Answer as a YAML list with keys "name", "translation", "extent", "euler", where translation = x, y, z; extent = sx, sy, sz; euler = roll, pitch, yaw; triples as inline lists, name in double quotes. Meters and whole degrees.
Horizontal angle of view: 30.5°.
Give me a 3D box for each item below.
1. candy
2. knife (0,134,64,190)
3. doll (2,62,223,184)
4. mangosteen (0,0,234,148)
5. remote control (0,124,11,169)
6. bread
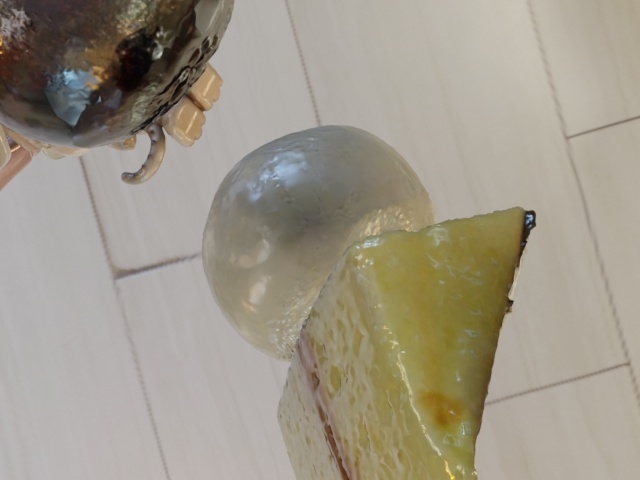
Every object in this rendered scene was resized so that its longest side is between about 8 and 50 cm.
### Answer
- name: "candy"
  translation: [0.000, 0.000, 1.350]
  extent: [0.295, 0.185, 0.296]
  euler: [0, 73, 1]
- name: "knife"
  translation: [-0.321, -0.128, 1.418]
  extent: [0.043, 0.081, 0.336]
  euler: [28, 50, 30]
- name: "doll"
  translation: [-0.227, -0.149, 1.232]
  extent: [0.278, 0.119, 0.154]
  euler: [20, 74, 40]
- name: "mangosteen"
  translation: [-0.171, -0.172, 0.799]
  extent: [0.216, 0.216, 0.216]
  euler: [0, 87, -5]
- name: "remote control"
  translation: [-0.413, -0.114, 1.090]
  extent: [0.250, 0.103, 0.034]
  euler: [5, 43, 16]
- name: "bread"
  translation: [0.071, 0.118, 0.693]
  extent: [0.135, 0.240, 0.178]
  euler: [-10, 59, -19]
